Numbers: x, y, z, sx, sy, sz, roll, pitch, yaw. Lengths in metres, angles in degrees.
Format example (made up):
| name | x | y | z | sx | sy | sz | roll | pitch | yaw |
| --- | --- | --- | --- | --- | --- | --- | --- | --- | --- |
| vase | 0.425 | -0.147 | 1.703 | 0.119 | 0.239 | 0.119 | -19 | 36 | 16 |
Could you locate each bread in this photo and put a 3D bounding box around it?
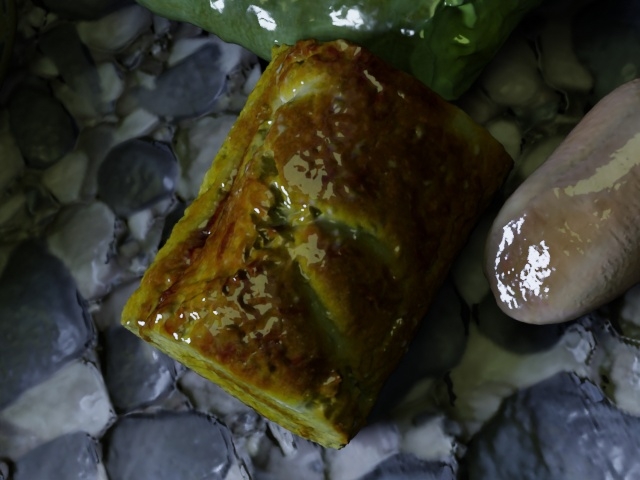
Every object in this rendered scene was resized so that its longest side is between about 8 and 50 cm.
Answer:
| name | x | y | z | sx | sy | sz | roll | pitch | yaw |
| --- | --- | --- | --- | --- | --- | --- | --- | --- | --- |
| bread | 0.000 | 0.000 | 0.776 | 0.132 | 0.103 | 0.172 | 33 | 75 | -11 |

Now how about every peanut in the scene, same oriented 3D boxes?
| name | x | y | z | sx | sy | sz | roll | pitch | yaw |
| --- | --- | --- | --- | --- | --- | --- | --- | --- | --- |
| peanut | 0.140 | -0.020 | 0.770 | 0.152 | 0.076 | 0.076 | -43 | 65 | -7 |

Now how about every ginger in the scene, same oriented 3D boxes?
| name | x | y | z | sx | sy | sz | roll | pitch | yaw |
| --- | --- | --- | --- | --- | --- | --- | --- | --- | --- |
| ginger | -0.016 | -0.162 | 0.863 | 0.290 | 0.089 | 0.137 | 15 | 92 | 24 |

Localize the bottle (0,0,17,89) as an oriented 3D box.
| name | x | y | z | sx | sy | sz | roll | pitch | yaw |
| --- | --- | --- | --- | --- | --- | --- | --- | --- | --- |
| bottle | -0.339 | -0.184 | 0.914 | 0.171 | 0.171 | 0.351 | -46 | 63 | -6 |
